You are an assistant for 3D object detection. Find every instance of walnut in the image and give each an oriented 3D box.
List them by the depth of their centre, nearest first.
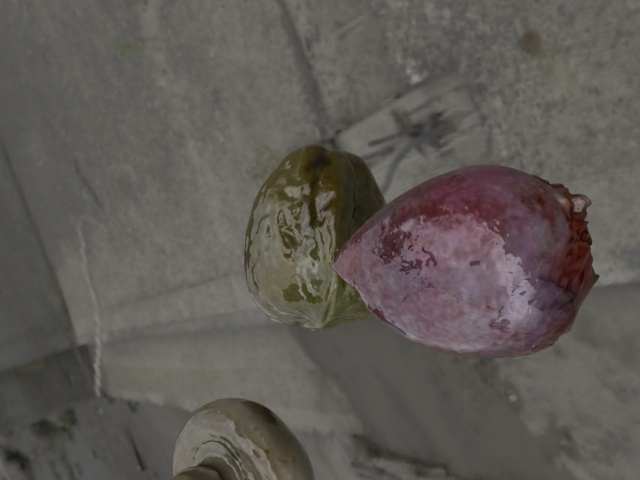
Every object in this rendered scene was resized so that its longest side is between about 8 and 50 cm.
[{"bbox_3d":[0.000,0.000,1.523,0.283,0.228,0.282,-177,90,-84],"label":"walnut"}]

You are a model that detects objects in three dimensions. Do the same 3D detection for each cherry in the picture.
[{"bbox_3d":[0.134,0.024,0.959,0.192,0.250,0.175,68,-155,-69],"label":"cherry"}]

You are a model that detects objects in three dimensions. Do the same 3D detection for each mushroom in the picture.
[{"bbox_3d":[-0.109,0.313,1.267,0.207,0.209,0.206,13,130,17],"label":"mushroom"}]
